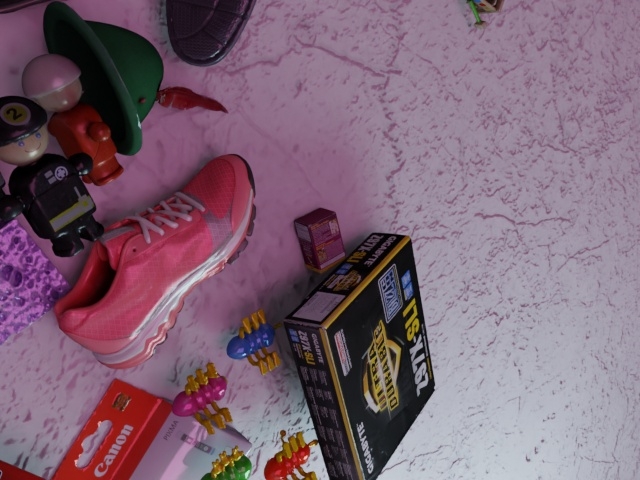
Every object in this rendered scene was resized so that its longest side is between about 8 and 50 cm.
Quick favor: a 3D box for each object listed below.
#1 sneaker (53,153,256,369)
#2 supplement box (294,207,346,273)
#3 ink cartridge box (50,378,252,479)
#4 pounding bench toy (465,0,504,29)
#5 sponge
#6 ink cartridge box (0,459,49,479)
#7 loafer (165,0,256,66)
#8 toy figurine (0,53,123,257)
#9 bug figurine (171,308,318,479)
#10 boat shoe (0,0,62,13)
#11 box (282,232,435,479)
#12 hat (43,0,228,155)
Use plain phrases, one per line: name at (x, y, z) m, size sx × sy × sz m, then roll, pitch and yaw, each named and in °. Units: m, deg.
sneaker at (-0.196, 0.008, 0.809) m, size 0.313 × 0.116 × 0.136 m, roll -56°, pitch 140°, yaw -11°
supplement box at (0.000, 0.000, 1.013) m, size 0.055 × 0.043 × 0.083 m, roll -27°, pitch 117°, yaw -28°
ink cartridge box at (-0.231, 0.323, 0.923) m, size 0.232 × 0.066 × 0.189 m, roll 38°, pitch 79°, yaw -40°
pounding bench toy at (0.262, -0.399, 1.094) m, size 0.065 × 0.052 × 0.083 m, roll 17°, pitch 92°, yaw -38°
sponge at (-0.402, 0.078, 0.746) m, size 0.210 × 0.031 × 0.117 m, roll -40°, pitch 123°, yaw -22°
ink cartridge box at (-0.430, 0.339, 0.647) m, size 0.309 × 0.130 × 0.271 m, roll 44°, pitch 39°, yaw -37°
loafer at (-0.116, -0.361, 0.805) m, size 0.109 × 0.095 × 0.302 m, roll 10°, pitch 100°, yaw -3°
toy figurine at (-0.315, -0.073, 0.642) m, size 0.210 × 0.213 × 0.148 m, roll -16°, pitch 123°, yaw 5°
bug figurine at (-0.105, 0.249, 0.941) m, size 0.216 × 0.072 × 0.278 m, roll -20°, pitch 97°, yaw -47°
boat shoe at (-0.374, -0.265, 0.635) m, size 0.335 × 0.096 × 0.112 m, roll -20°, pitch 113°, yaw -31°
box at (0.077, 0.185, 1.040) m, size 0.257 × 0.079 × 0.321 m, roll -43°, pitch 129°, yaw -45°
hat at (-0.186, -0.209, 0.753) m, size 0.184 × 0.209 × 0.172 m, roll -35°, pitch 101°, yaw -26°
